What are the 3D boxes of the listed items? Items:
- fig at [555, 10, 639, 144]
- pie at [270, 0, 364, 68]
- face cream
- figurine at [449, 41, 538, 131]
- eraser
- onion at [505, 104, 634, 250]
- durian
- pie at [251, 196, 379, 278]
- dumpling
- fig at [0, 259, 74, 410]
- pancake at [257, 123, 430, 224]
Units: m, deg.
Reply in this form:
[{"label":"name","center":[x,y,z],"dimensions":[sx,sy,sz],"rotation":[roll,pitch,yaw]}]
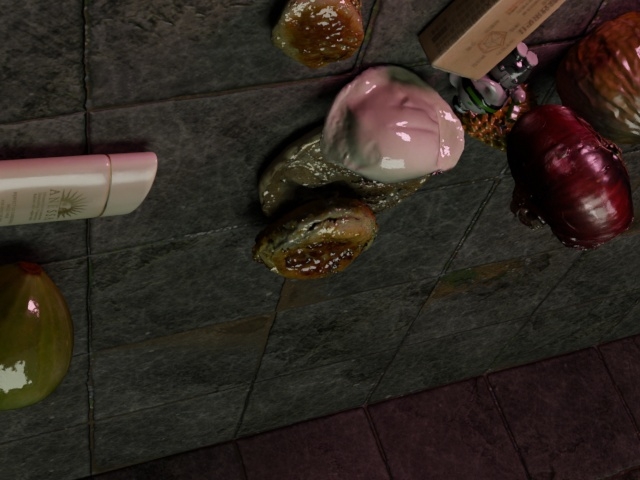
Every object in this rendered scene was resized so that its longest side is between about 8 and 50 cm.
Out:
[{"label":"fig","center":[0.642,-0.257,2.030],"dimensions":[0.286,0.368,0.286],"rotation":[-16,160,-6]},{"label":"pie","center":[-0.003,-0.355,1.694],"dimensions":[0.163,0.079,0.193],"rotation":[-21,154,8]},{"label":"face cream","center":[-0.479,-0.091,1.847],"dimensions":[0.349,0.081,0.173],"rotation":[-6,151,-27]},{"label":"figurine","center":[0.334,-0.307,1.991],"dimensions":[0.147,0.126,0.192],"rotation":[36,134,-19]},{"label":"eraser","center":[0.336,-0.427,1.797],"dimensions":[0.144,0.078,0.343],"rotation":[6,142,-44]},{"label":"onion","center":[0.472,-0.118,1.992],"dimensions":[0.232,0.313,0.314],"rotation":[-31,153,10]},{"label":"durian","center":[0.384,-0.252,2.145],"dimensions":[0.182,0.165,0.132],"rotation":[36,159,-27]},{"label":"pie","center":[0.000,-0.001,2.204],"dimensions":[0.308,0.085,0.308],"rotation":[-14,158,-6]},{"label":"dumpling","center":[0.136,-0.219,1.935],"dimensions":[0.175,0.226,0.243],"rotation":[2,-179,38]},{"label":"fig","center":[-0.635,0.182,2.063],"dimensions":[0.316,0.316,0.316],"rotation":[-17,154,-8]},{"label":"pancake","center":[0.051,-0.136,2.145],"dimensions":[0.387,0.082,0.387],"rotation":[-12,154,-6]}]
